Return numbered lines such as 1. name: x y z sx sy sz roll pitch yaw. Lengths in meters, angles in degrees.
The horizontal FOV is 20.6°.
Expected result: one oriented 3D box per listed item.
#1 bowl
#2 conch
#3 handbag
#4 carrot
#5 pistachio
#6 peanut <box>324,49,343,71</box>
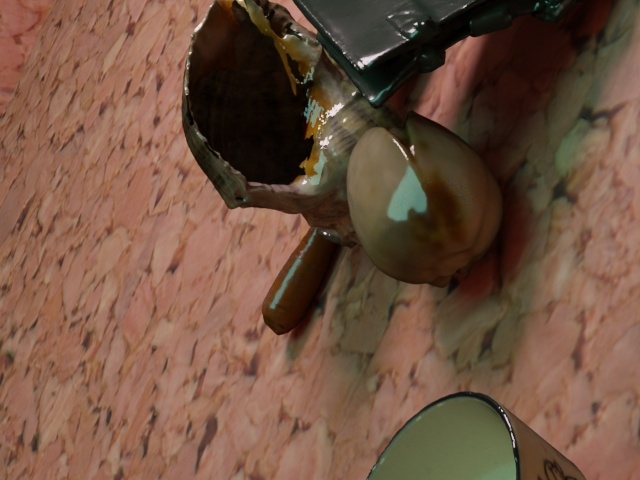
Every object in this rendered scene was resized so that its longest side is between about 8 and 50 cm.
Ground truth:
1. bowl: 0.116 0.237 1.257 0.238 0.126 0.237 -45 31 38
2. conch: -0.034 -0.104 1.745 0.210 0.291 0.159 -29 -15 -20
3. handbag: 0.112 -0.233 1.612 0.247 0.079 0.260 -28 27 -3
4. carrot: 0.000 0.000 1.833 0.216 0.048 0.048 -62 24 -1
5. pistachio: 0.088 -0.041 1.564 0.144 0.144 0.215 -59 27 16
6. peanut: 0.065 -0.260 1.848 0.123 0.123 0.256 5 76 65
